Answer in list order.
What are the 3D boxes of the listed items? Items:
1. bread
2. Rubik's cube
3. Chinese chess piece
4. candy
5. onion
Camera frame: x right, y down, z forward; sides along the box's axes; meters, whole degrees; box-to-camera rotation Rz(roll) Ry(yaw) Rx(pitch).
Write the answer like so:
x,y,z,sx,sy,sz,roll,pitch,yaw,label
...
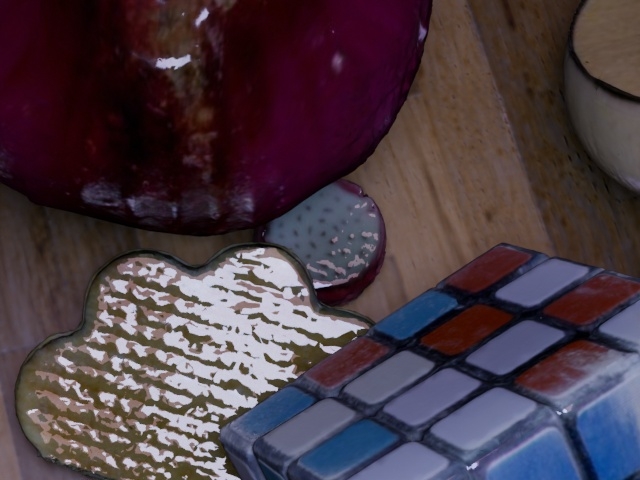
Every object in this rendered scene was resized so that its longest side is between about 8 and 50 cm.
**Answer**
x,y,z,sx,sy,sz,roll,pitch,yaw,label
-0.063,0.100,1.074,0.287,0.056,0.207,22,85,-2,bread
0.128,0.180,0.944,0.256,0.253,0.259,-30,106,-16,Rubik's cube
0.307,-0.133,1.125,0.250,0.103,0.249,-13,38,11,Chinese chess piece
0.000,0.000,1.136,0.103,0.043,0.103,2,73,-6,candy
-0.110,-0.204,0.992,0.399,0.420,0.398,1,79,-5,onion
